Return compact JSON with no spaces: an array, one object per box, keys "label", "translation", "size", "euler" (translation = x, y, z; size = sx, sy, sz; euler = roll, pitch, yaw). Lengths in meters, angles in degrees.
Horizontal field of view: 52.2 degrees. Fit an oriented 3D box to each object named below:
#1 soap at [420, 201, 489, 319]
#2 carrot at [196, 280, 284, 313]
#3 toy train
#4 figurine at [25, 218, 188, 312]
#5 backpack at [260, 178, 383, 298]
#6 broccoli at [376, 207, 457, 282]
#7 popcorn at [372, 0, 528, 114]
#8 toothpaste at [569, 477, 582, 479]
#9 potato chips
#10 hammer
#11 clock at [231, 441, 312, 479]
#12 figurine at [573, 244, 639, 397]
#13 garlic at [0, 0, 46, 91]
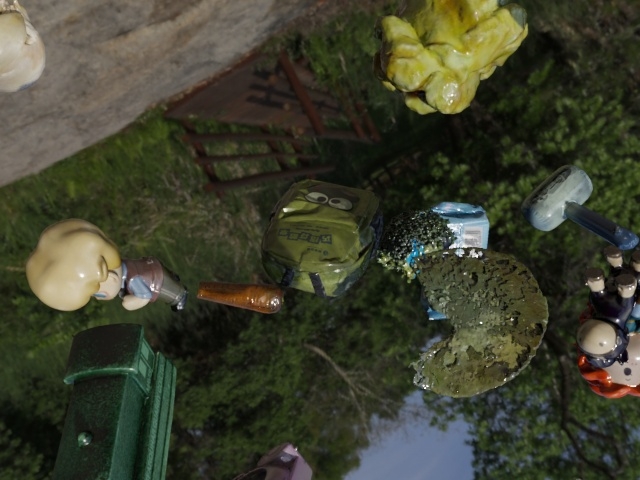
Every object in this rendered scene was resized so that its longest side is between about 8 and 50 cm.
[{"label":"soap","translation":[0.337,0.051,1.640],"size":[0.156,0.293,0.077],"euler":[3,-171,-11]},{"label":"carrot","translation":[-0.149,0.101,1.222],"size":[0.162,0.055,0.055],"euler":[10,177,-6]},{"label":"toy train","translation":[-0.308,0.276,0.958],"size":[0.139,0.178,0.330],"euler":[-9,-134,4]},{"label":"figurine","translation":[-0.261,0.044,0.808],"size":[0.108,0.114,0.196],"euler":[-51,137,11]},{"label":"backpack","translation":[0.000,0.000,1.162],"size":[0.207,0.139,0.253],"euler":[10,-145,12]},{"label":"broccoli","translation":[0.191,0.018,1.250],"size":[0.167,0.160,0.154],"euler":[-41,-166,17]},{"label":"popcorn","translation":[0.214,-0.354,1.150],"size":[0.276,0.225,0.276],"euler":[-48,174,-6]},{"label":"toothpaste","translation":[0.445,0.538,1.351],"size":[0.233,0.060,0.038],"euler":[-28,175,34]},{"label":"potato chips","translation":[0.206,0.110,0.901],"size":[0.202,0.219,0.029],"euler":[14,160,11]},{"label":"hammer","translation":[0.407,-0.040,1.005],"size":[0.116,0.069,0.194],"euler":[-42,-142,-1]},{"label":"clock","translation":[-0.170,0.587,1.353],"size":[0.322,0.113,0.295],"euler":[-38,-178,10]},{"label":"figurine","translation":[0.701,0.199,1.526],"size":[0.241,0.306,0.412],"euler":[0,155,31]},{"label":"garlic","translation":[-0.723,-0.448,1.408],"size":[0.203,0.281,0.185],"euler":[-56,-175,1]}]
